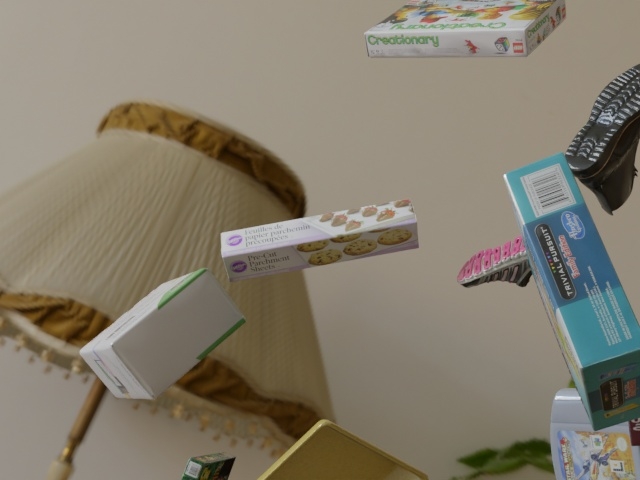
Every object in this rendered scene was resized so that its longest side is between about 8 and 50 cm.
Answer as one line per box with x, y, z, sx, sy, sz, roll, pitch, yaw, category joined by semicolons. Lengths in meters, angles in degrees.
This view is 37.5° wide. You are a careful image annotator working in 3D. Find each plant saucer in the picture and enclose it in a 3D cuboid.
0.016;0.551;2.129;0.333;0.332;0.081;34;19;-29;plant saucer

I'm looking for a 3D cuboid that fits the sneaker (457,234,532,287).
0.302;0.048;1.523;0.170;0.063;0.075;-27;-64;32;sneaker

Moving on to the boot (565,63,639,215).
0.440;-0.145;1.357;0.137;0.198;0.077;42;-1;-42;boot

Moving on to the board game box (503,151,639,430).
0.328;0.080;1.195;0.079;0.253;0.336;-20;-28;9;board game box

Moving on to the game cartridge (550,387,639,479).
0.571;0.449;1.914;0.198;0.297;0.062;-8;4;37;game cartridge

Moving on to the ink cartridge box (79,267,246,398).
-0.273;0.162;1.593;0.117;0.201;0.278;53;-24;-8;ink cartridge box

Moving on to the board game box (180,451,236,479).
-0.193;0.409;1.506;0.030;0.136;0.259;23;-9;9;board game box

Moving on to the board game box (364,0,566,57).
0.257;-0.381;1.675;0.305;0.193;0.053;6;-57;32;board game box

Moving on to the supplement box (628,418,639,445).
0.636;0.277;1.717;0.130;0.239;0.073;-5;-66;23;supplement box

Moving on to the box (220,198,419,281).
0.000;0.000;1.557;0.324;0.063;0.067;-10;-47;0;box
